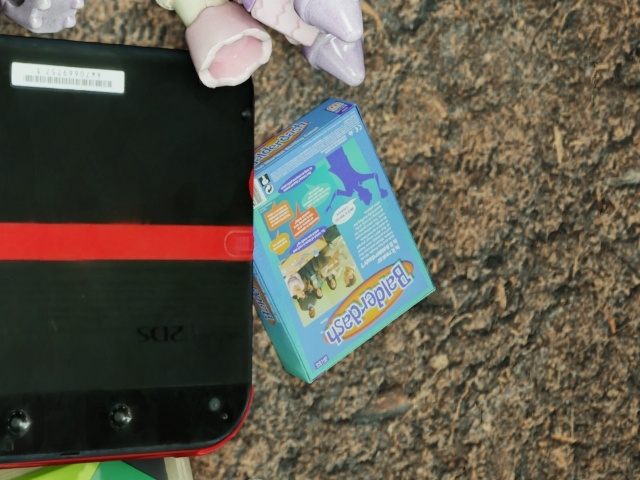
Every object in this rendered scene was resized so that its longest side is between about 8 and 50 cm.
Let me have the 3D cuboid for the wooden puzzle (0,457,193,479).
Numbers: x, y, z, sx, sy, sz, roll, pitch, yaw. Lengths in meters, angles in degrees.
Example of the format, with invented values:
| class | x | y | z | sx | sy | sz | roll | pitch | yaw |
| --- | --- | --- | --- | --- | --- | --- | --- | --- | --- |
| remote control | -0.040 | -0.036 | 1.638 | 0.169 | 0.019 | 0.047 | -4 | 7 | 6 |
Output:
| class | x | y | z | sx | sy | sz | roll | pitch | yaw |
| --- | --- | --- | --- | --- | --- | --- | --- | --- | --- |
| wooden puzzle | -0.202 | 0.266 | 1.701 | 0.221 | 0.044 | 0.239 | -19 | 112 | -28 |

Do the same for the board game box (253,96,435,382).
| class | x | y | z | sx | sy | sz | roll | pitch | yaw |
| --- | --- | --- | --- | --- | --- | --- | --- | --- | --- |
| board game box | 0.000 | 0.000 | 1.761 | 0.160 | 0.047 | 0.210 | -35 | 118 | -21 |

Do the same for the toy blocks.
| class | x | y | z | sx | sy | sz | roll | pitch | yaw |
| --- | --- | --- | --- | --- | --- | --- | --- | --- | --- |
| toy blocks | -0.051 | -0.228 | 1.460 | 0.309 | 0.260 | 0.288 | -8 | 146 | -36 |

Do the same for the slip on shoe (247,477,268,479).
| class | x | y | z | sx | sy | sz | roll | pitch | yaw |
| --- | --- | --- | --- | --- | --- | --- | --- | --- | --- |
| slip on shoe | -0.063 | 0.290 | 1.795 | 0.041 | 0.051 | 0.135 | 15 | 86 | -32 |

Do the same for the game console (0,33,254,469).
| class | x | y | z | sx | sy | sz | roll | pitch | yaw |
| --- | --- | --- | --- | --- | --- | --- | --- | --- | --- |
| game console | -0.213 | 0.011 | 1.527 | 0.386 | 0.060 | 0.342 | 0 | 88 | -40 |
